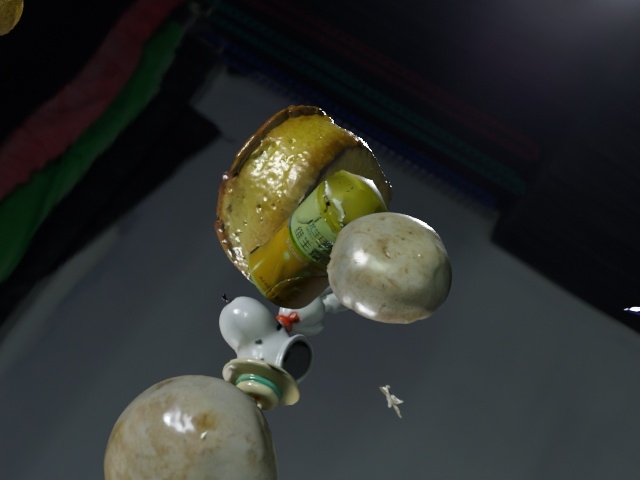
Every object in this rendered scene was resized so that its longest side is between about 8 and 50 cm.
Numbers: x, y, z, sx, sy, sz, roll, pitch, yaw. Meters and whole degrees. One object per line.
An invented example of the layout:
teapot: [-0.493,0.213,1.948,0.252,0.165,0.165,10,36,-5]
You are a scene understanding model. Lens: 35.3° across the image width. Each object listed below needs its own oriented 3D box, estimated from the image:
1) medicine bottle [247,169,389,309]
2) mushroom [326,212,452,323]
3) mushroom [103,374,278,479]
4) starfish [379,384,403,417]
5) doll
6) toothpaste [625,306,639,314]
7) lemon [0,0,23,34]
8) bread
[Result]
medicine bottle: [0.000,0.000,1.472,0.239,0.124,0.124,-44,6,44]
mushroom: [0.088,0.040,1.313,0.166,0.166,0.127,-51,-15,-52]
mushroom: [-0.178,0.354,1.598,0.297,0.297,0.290,-61,-22,16]
starfish: [0.142,0.319,2.066,0.016,0.086,0.092,-33,-41,-16]
doll: [-0.044,0.165,1.699,0.271,0.208,0.144,-12,-9,-40]
toothpaste: [0.566,0.126,1.741,0.024,0.083,0.015,-13,-75,-30]
lemon: [-0.595,-0.436,1.821,0.114,0.114,0.155,-55,-2,-34]
bread: [-0.036,-0.073,2.054,0.398,0.215,0.398,-33,-45,-40]
